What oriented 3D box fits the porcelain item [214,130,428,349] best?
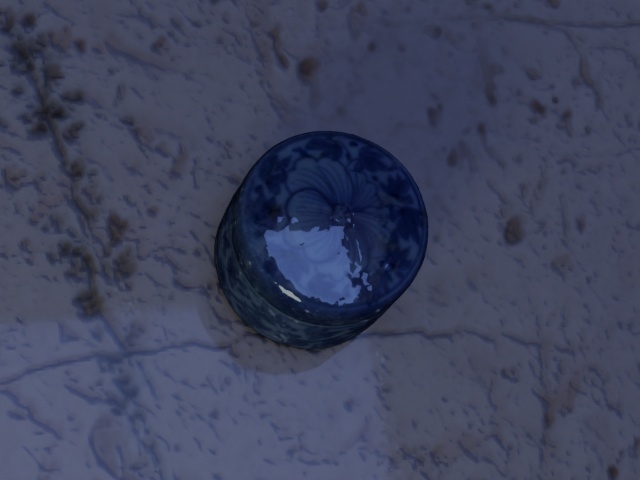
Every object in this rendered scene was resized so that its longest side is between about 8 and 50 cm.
[{"bbox_3d":[0.000,0.000,1.063,0.147,0.114,0.147,5,71,-14],"label":"porcelain item"}]
